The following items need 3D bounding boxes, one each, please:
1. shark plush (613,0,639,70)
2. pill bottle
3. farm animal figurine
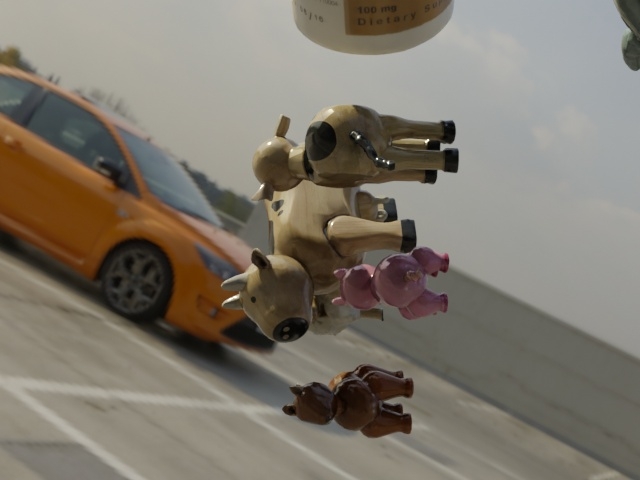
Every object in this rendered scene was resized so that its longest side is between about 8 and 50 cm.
[{"bbox_3d":[0.211,-0.157,0.643,0.161,0.073,0.067,58,24,-32],"label":"shark plush"},{"bbox_3d":[0.035,-0.263,0.759,0.131,0.131,0.229,27,-38,30],"label":"pill bottle"},{"bbox_3d":[0.000,0.000,0.927,0.172,0.330,0.326,3,28,-5],"label":"farm animal figurine"}]
